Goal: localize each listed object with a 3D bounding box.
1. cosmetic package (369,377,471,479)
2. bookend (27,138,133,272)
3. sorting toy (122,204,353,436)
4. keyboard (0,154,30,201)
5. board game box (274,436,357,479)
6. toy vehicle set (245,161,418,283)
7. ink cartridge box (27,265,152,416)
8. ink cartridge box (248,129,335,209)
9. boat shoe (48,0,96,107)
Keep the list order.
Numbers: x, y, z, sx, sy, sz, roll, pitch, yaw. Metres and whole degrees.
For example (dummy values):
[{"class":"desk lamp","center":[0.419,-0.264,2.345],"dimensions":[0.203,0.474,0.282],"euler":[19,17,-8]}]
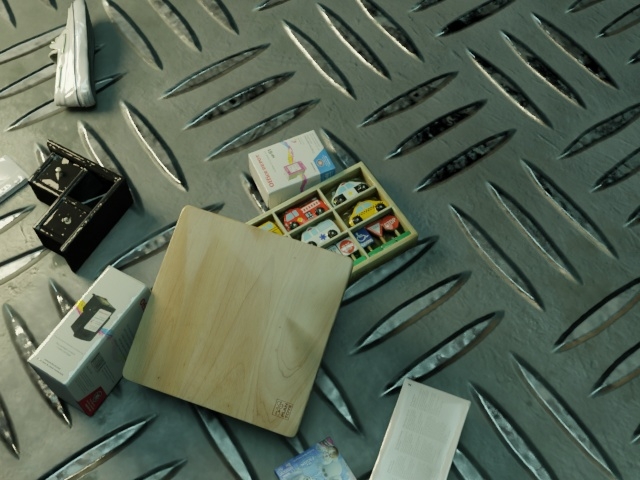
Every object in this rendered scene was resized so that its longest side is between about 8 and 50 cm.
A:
[{"class":"cosmetic package","center":[0.119,0.315,1.103],"dimensions":[0.099,0.060,0.239],"euler":[20,62,9]},{"class":"bookend","center":[-0.412,-0.057,1.306],"dimensions":[0.157,0.072,0.156],"euler":[27,64,15]},{"class":"sorting toy","center":[-0.111,0.114,1.169],"dimensions":[0.255,0.089,0.257],"euler":[18,82,7]},{"class":"keyboard","center":[-0.596,-0.045,1.335],"dimensions":[0.072,0.014,0.256],"euler":[37,66,24]},{"class":"board game box","center":[-0.002,0.329,1.118],"dimensions":[0.090,0.020,0.090],"euler":[-28,66,-16]},{"class":"toy vehicle set","center":[0.000,0.000,1.296],"dimensions":[0.267,0.035,0.166],"euler":[-29,65,-16]},{"class":"ink cartridge box","center":[-0.312,0.143,1.161],"dimensions":[0.072,0.127,0.175],"euler":[27,63,17]},{"class":"ink cartridge box","center":[-0.048,-0.117,1.354],"dimensions":[0.122,0.052,0.088],"euler":[-23,63,-11]},{"class":"boat shoe","center":[-0.447,-0.338,1.459],"dimensions":[0.076,0.083,0.226],"euler":[-7,61,-6]}]
